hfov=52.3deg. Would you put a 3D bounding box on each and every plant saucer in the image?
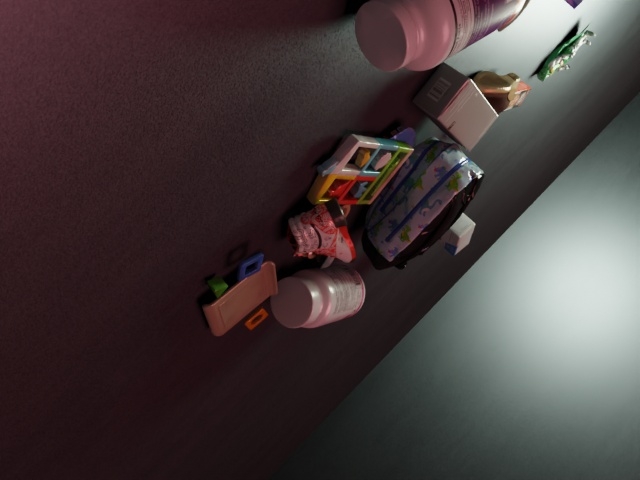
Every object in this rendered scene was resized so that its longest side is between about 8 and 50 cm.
[{"bbox_3d":[0.031,0.027,1.763,0.119,0.021,0.119,-62,-175,10],"label":"plant saucer"}]

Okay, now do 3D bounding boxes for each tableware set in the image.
[{"bbox_3d":[0.020,-0.024,1.707,0.194,0.039,0.128,-55,157,20],"label":"tableware set"}]

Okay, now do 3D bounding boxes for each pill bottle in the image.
[{"bbox_3d":[-0.006,0.154,1.801,0.160,0.160,0.283,-55,157,20],"label":"pill bottle"},{"bbox_3d":[0.218,-0.427,1.189,0.323,0.181,0.181,-34,155,-28],"label":"pill bottle"}]

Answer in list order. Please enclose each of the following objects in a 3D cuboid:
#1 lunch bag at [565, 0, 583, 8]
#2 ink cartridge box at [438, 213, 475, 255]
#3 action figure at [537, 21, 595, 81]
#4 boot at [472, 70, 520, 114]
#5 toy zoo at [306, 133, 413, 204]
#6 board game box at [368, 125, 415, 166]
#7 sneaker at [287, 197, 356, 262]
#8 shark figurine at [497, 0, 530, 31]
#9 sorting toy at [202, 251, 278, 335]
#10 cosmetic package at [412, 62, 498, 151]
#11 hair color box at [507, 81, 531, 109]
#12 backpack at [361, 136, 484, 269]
[{"bbox_3d":[0.480,-0.635,1.288,0.293,0.138,0.221,15,136,-34],"label":"lunch bag"},{"bbox_3d":[0.408,-0.062,2.159,0.082,0.190,0.140,-39,157,-17],"label":"ink cartridge box"},{"bbox_3d":[0.795,-0.600,2.136,0.232,0.063,0.137,-41,161,-7],"label":"action figure"},{"bbox_3d":[0.462,-0.375,1.858,0.248,0.090,0.207,-19,147,-47],"label":"boot"},{"bbox_3d":[0.085,-0.164,1.555,0.293,0.030,0.192,-5,139,-52],"label":"toy zoo"},{"bbox_3d":[0.163,-0.226,1.638,0.168,0.033,0.133,-32,155,-14],"label":"board game box"},{"bbox_3d":[-0.001,-0.001,1.604,0.145,0.090,0.270,-23,153,0],"label":"sneaker"},{"bbox_3d":[0.472,-0.588,1.483,0.166,0.116,0.278,-50,160,4],"label":"shark figurine"},{"bbox_3d":[-0.196,0.134,1.576,0.196,0.047,0.348,-35,156,-19],"label":"sorting toy"},{"bbox_3d":[0.345,-0.333,1.651,0.127,0.107,0.238,-53,144,11],"label":"cosmetic package"},{"bbox_3d":[0.596,-0.451,2.038,0.141,0.043,0.072,-23,149,-45],"label":"hair color box"},{"bbox_3d":[0.287,-0.112,1.810,0.290,0.273,0.355,-27,175,-39],"label":"backpack"}]
